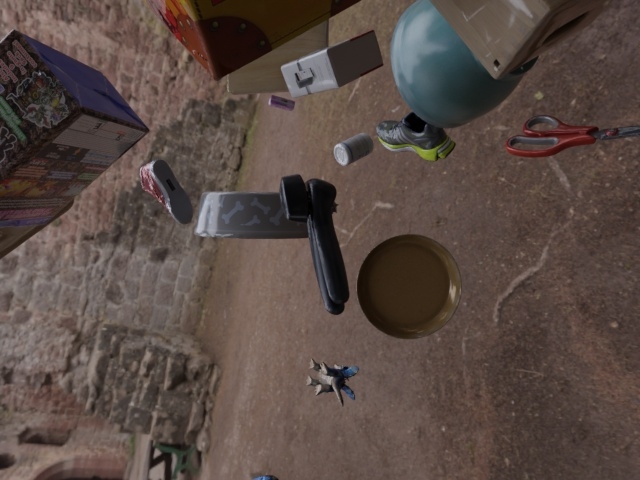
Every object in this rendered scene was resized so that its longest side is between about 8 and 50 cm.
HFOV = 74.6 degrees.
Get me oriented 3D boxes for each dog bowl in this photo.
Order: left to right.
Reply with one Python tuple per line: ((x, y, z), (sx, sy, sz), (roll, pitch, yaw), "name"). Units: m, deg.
((-0.135, -0.068, 1.039), (0.348, 0.347, 0.103), (-163, 74, -69), "dog bowl")

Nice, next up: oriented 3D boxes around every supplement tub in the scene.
((0.100, -0.275, 1.266), (0.071, 0.107, 0.071), (40, 147, 33), "supplement tub")

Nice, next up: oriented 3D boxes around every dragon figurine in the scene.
((0.053, 0.368, 1.104), (0.289, 0.143, 0.085), (156, 126, -68), "dragon figurine")

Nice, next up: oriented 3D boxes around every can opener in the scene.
((0.000, 0.000, 0.498), (0.059, 0.073, 0.186), (93, 164, -61), "can opener")

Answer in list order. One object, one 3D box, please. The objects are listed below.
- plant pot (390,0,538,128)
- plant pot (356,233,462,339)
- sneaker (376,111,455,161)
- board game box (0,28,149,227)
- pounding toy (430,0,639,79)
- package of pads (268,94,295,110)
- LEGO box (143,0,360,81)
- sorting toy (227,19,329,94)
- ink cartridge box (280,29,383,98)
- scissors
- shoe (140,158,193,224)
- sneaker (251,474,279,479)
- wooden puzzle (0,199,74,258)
((0.322, -0.402, 0.876), (0.196, 0.292, 0.294), (6, 83, 67), "plant pot")
((0.197, 0.103, 0.951), (0.032, 0.235, 0.237), (-81, 5, -88), "plant pot")
((0.270, -0.336, 1.265), (0.111, 0.121, 0.299), (-45, 37, -11), "sneaker")
((-0.484, -0.162, 0.707), (0.291, 0.141, 0.232), (-39, 4, 5), "board game box")
((0.221, -0.217, 0.368), (0.206, 0.180, 0.094), (56, 166, 10), "pounding toy")
((-0.128, -0.454, 1.390), (0.050, 0.083, 0.032), (-143, 64, -74), "package of pads")
((-0.140, -0.426, 0.238), (0.373, 0.193, 0.500), (49, 166, 24), "LEGO box")
((-0.100, -0.501, 1.078), (0.089, 0.256, 0.256), (-3, -86, -77), "sorting toy")
((0.016, -0.276, 0.666), (0.135, 0.099, 0.056), (16, 134, 55), "ink cartridge box")
((0.474, -0.173, 0.719), (0.297, 0.021, 0.109), (20, 62, 45), "scissors")
((-0.401, -0.121, 1.093), (0.081, 0.178, 0.063), (-4, 27, 42), "shoe")
((-0.097, 0.464, 0.719), (0.067, 0.078, 0.188), (30, 121, 35), "sneaker")
((-0.844, -0.077, 0.999), (0.080, 0.322, 0.348), (-50, 7, 49), "wooden puzzle")
